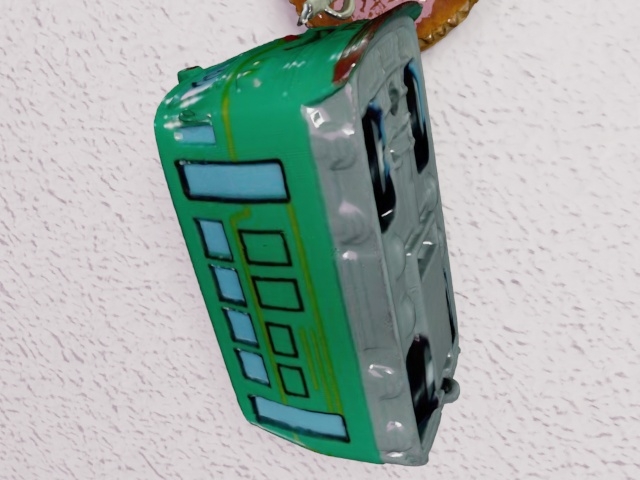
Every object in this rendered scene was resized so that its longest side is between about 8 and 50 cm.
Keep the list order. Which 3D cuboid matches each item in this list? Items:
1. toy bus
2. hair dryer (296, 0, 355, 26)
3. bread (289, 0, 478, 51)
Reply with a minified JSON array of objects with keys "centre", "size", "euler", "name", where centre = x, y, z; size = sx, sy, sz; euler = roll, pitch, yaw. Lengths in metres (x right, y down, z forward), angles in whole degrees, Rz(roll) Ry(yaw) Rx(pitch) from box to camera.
[{"centre":[0.000,0.000,0.526],"size":[0.200,0.183,0.343],"euler":[0,117,25],"name":"toy bus"},{"centre":[0.029,-0.232,0.425],"size":[0.199,0.067,0.167],"euler":[-27,84,-25],"name":"hair dryer"},{"centre":[0.052,-0.255,0.536],"size":[0.199,0.104,0.199],"euler":[2,103,11],"name":"bread"}]
